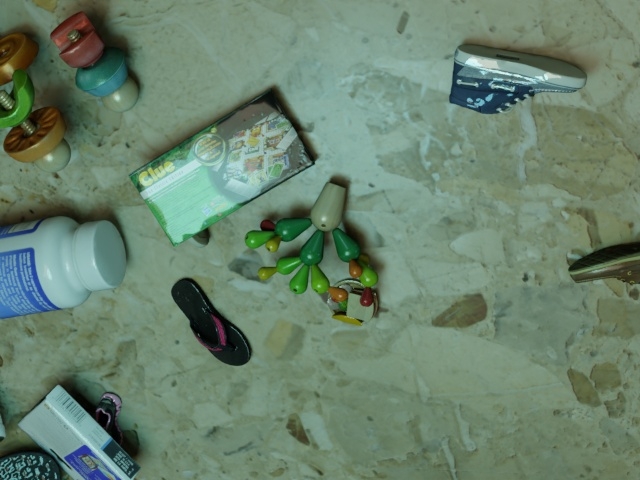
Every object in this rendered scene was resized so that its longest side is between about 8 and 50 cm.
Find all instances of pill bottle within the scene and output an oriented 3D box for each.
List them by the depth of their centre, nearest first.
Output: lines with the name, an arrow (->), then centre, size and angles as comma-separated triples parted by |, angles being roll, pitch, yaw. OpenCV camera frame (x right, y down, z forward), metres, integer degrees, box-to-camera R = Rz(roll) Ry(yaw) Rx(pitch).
pill bottle -> -0.463, 0.043, 1.759 | 0.271, 0.152, 0.152 | -9, 108, 16

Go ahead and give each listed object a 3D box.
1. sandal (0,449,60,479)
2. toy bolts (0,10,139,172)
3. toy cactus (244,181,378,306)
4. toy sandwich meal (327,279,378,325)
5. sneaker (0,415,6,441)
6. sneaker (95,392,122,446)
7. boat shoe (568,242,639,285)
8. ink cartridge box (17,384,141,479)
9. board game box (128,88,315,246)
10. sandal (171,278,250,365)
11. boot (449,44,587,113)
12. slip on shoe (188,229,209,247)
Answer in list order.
sandal -> -0.624, 0.567, 1.960 | 0.167, 0.107, 0.446 | 30, 89, -15
toy bolts -> -0.399, -0.234, 1.665 | 0.228, 0.218, 0.158 | -32, 130, 5
toy cactus -> 0.000, 0.000, 1.679 | 0.218, 0.112, 0.181 | 21, 94, 8
toy sandwich meal -> 0.051, 0.103, 1.728 | 0.085, 0.029, 0.086 | 4, 111, 11
sneaker -> -0.685, 0.344, 1.968 | 0.290, 0.106, 0.123 | -26, 71, 27
sneaker -> -0.378, 0.331, 1.897 | 0.047, 0.057, 0.119 | 4, 112, 10
boat shoe -> 0.458, 0.039, 1.591 | 0.177, 0.064, 0.060 | -15, 104, 15
ink cartridge box -> -0.429, 0.361, 1.903 | 0.206, 0.045, 0.208 | 46, 145, -6
board game box -> -0.152, -0.111, 1.667 | 0.259, 0.030, 0.136 | -29, 103, 8
sandal -> -0.188, 0.144, 1.792 | 0.067, 0.040, 0.179 | -36, 98, 22
boot -> 0.280, -0.220, 1.543 | 0.189, 0.069, 0.086 | 15, 120, 16
slip on shoe -> -0.208, -0.053, 1.721 | 0.041, 0.051, 0.135 | -22, 96, 26
